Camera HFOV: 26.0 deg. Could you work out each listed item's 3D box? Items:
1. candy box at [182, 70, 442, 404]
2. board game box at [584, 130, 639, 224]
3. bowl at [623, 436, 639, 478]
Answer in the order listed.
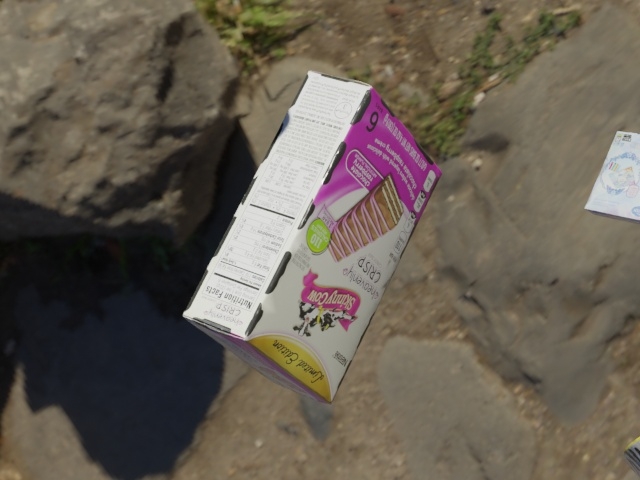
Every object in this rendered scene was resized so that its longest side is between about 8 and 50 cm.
[{"bbox_3d":[0.000,0.000,1.156,0.071,0.159,0.233,19,76,34],"label":"candy box"},{"bbox_3d":[0.320,-0.062,1.399,0.090,0.020,0.090,18,81,55],"label":"board game box"},{"bbox_3d":[0.277,0.150,0.838,0.170,0.170,0.080,-28,62,35],"label":"bowl"}]
